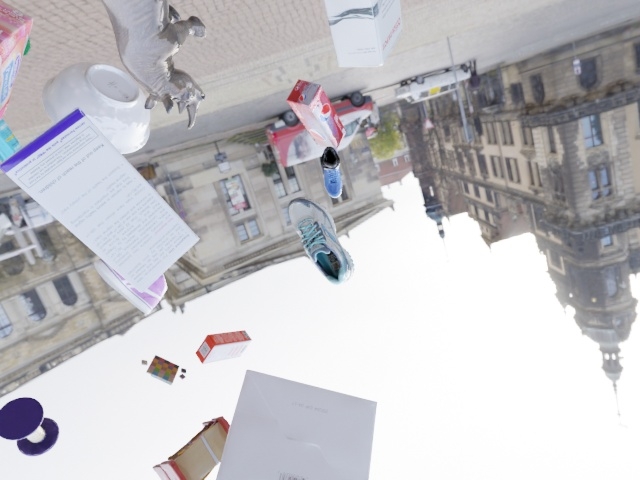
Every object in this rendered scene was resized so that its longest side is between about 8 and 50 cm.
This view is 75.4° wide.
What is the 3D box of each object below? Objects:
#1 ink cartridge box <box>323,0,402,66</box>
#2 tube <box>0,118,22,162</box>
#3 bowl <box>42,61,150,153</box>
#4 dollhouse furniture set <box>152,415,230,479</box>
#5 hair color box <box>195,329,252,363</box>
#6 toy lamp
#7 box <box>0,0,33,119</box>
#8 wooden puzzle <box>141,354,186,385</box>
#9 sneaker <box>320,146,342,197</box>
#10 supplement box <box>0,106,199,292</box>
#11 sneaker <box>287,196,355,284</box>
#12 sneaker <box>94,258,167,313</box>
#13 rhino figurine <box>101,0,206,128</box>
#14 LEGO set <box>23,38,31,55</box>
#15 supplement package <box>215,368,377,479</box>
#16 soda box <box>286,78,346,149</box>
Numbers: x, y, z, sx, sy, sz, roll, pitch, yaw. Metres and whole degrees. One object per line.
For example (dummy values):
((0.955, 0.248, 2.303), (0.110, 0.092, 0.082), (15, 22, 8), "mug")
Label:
((0.070, -0.423, 0.694), (0.087, 0.208, 0.153), (7, -130, 25), "ink cartridge box")
((-0.688, -0.235, 0.874), (0.052, 0.207, 0.080), (-19, -142, -8), "tube")
((-0.619, -0.410, 1.197), (0.134, 0.297, 0.298), (-37, 179, 38), "bowl")
((-0.290, 0.739, 1.209), (0.201, 0.374, 0.152), (-29, 172, -47), "dollhouse furniture set")
((-0.264, 0.291, 1.139), (0.072, 0.043, 0.141), (-54, 149, 16), "hair color box")
((-0.566, 0.376, 0.815), (0.080, 0.080, 0.274), (-27, 165, -35), "toy lamp")
((-0.493, -0.228, 0.412), (0.154, 0.300, 0.142), (-50, -146, 27), "box")
((-0.280, 0.231, 0.738), (0.006, 0.083, 0.049), (-55, -166, 15), "wooden puzzle")
((0.032, -0.202, 1.222), (0.058, 0.152, 0.084), (-2, -174, 8), "sneaker")
((-0.290, -0.049, 0.560), (0.114, 0.220, 0.111), (-49, -148, -19), "supplement box")
((0.000, 0.000, 1.158), (0.110, 0.283, 0.122), (-35, 180, 17), "sneaker")
((-0.687, 0.128, 1.530), (0.102, 0.282, 0.161), (13, -124, 39), "sneaker")
((-0.194, -0.244, 0.481), (0.073, 0.243, 0.106), (17, -134, 28), "rhino figurine")
((-0.882, -0.485, 0.946), (0.192, 0.254, 0.331), (25, -177, 2), "LEGO set")
((-0.047, 0.392, 0.792), (0.262, 0.145, 0.204), (16, -122, -4), "supplement package")
((-0.007, -0.407, 1.365), (0.092, 0.083, 0.263), (24, 171, 28), "soda box")
